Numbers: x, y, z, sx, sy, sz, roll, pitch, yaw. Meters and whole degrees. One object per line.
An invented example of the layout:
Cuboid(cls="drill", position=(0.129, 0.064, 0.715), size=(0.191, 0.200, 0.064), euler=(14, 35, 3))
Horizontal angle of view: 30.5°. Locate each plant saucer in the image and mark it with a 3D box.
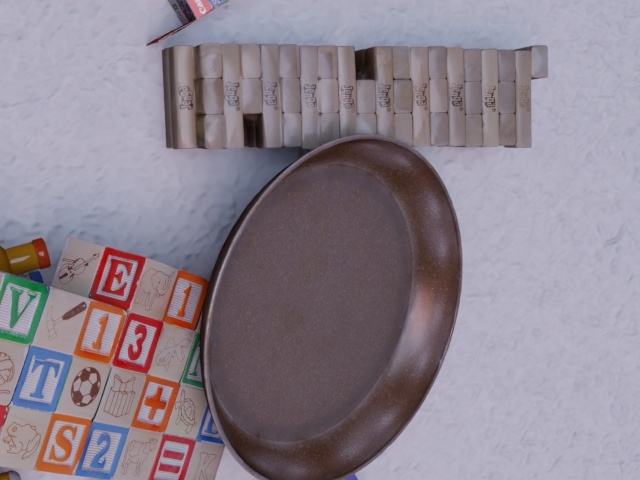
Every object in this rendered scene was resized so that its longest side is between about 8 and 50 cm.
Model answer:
Cuboid(cls="plant saucer", position=(0.007, 0.059, 1.011), size=(0.311, 0.050, 0.310), euler=(-17, 115, -43))

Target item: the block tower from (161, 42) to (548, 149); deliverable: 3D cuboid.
Cuboid(cls="block tower", position=(0.034, -0.126, 1.047), size=(0.336, 0.091, 0.097), euler=(-4, 96, -17))

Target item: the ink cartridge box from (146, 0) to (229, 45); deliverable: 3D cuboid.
Cuboid(cls="ink cartridge box", position=(-0.103, -0.209, 1.010), size=(0.115, 0.063, 0.029), euler=(-33, 105, -13))

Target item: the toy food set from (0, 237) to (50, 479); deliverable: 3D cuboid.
Cuboid(cls="toy food set", position=(-0.256, 0.109, 0.962), size=(0.105, 0.111, 0.232), euler=(-16, 106, -18))

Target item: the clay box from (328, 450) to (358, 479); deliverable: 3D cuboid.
Cuboid(cls="clay box", position=(-0.046, 0.302, 1.076), size=(0.222, 0.053, 0.127), euler=(-34, 103, -13))

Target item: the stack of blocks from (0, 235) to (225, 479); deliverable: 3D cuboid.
Cuboid(cls="stack of blocks", position=(-0.178, 0.089, 0.907), size=(0.297, 0.087, 0.171), euler=(25, 80, -55))
